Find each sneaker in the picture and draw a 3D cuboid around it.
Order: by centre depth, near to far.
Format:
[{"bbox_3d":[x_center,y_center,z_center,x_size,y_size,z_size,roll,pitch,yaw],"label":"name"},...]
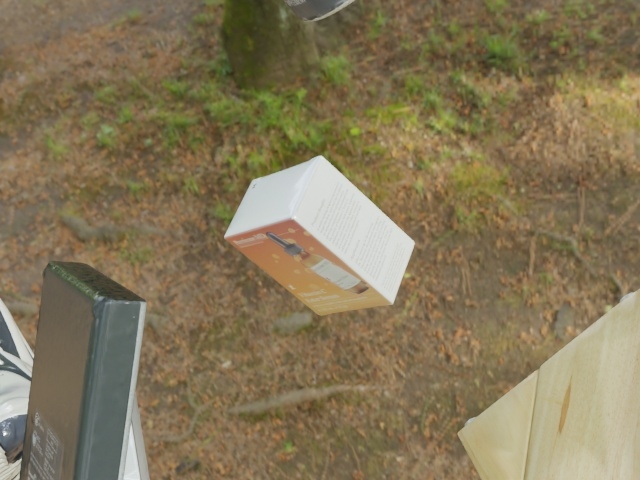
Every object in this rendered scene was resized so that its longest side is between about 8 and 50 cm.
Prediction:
[{"bbox_3d":[-0.233,0.087,0.580,0.094,0.235,0.153,-43,91,-6],"label":"sneaker"}]

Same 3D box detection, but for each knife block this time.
[{"bbox_3d":[0.222,0.204,0.652,0.276,0.088,0.242,-46,56,26],"label":"knife block"}]

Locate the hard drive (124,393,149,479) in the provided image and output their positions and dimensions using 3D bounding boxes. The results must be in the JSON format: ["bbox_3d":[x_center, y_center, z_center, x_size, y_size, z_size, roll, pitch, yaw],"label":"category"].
[{"bbox_3d":[-0.315,0.265,0.860,0.307,0.040,0.203,-14,67,-1],"label":"hard drive"}]

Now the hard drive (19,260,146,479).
[{"bbox_3d":[-0.107,0.082,0.391,0.022,0.135,0.094,5,6,-30],"label":"hard drive"}]

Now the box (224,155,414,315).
[{"bbox_3d":[0.000,0.000,1.053,0.130,0.170,0.091,-14,44,48],"label":"box"}]

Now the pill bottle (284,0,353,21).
[{"bbox_3d":[-0.043,-0.316,0.757,0.130,0.246,0.130,-34,26,20],"label":"pill bottle"}]
